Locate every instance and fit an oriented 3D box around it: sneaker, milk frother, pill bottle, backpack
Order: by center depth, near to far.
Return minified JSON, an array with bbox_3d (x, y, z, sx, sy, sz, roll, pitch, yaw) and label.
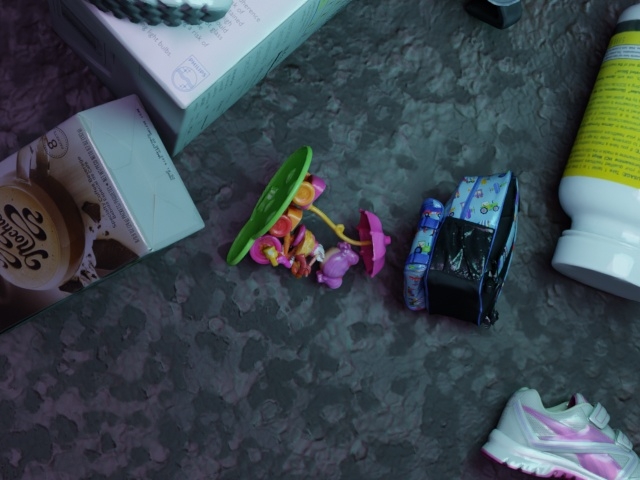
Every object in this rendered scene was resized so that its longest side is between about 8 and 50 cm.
[{"bbox_3d":[-0.214,-0.290,1.598,0.281,0.105,0.115,19,83,-2],"label":"sneaker"},{"bbox_3d":[0.175,-0.003,1.975,0.117,0.158,0.173,13,70,10],"label":"backpack"},{"bbox_3d":[0.399,-0.103,1.996,0.188,0.188,0.334,22,83,-7],"label":"pill bottle"},{"bbox_3d":[0.327,0.247,2.003,0.252,0.103,0.111,17,85,-8],"label":"sneaker"},{"bbox_3d":[0.222,-0.345,2.011,0.143,0.135,0.129,-45,124,-6],"label":"milk frother"}]

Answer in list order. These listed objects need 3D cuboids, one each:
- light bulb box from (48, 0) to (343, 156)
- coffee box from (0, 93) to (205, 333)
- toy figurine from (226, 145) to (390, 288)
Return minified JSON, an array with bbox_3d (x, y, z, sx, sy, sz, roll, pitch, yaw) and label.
[{"bbox_3d":[-0.099,-0.309,1.844,0.361,0.358,0.225,-43,91,-9],"label":"light bulb box"},{"bbox_3d":[-0.299,-0.017,1.833,0.297,0.119,0.168,-28,91,32],"label":"coffee box"},{"bbox_3d":[0.000,0.000,1.975,0.159,0.130,0.173,33,104,-15],"label":"toy figurine"}]
